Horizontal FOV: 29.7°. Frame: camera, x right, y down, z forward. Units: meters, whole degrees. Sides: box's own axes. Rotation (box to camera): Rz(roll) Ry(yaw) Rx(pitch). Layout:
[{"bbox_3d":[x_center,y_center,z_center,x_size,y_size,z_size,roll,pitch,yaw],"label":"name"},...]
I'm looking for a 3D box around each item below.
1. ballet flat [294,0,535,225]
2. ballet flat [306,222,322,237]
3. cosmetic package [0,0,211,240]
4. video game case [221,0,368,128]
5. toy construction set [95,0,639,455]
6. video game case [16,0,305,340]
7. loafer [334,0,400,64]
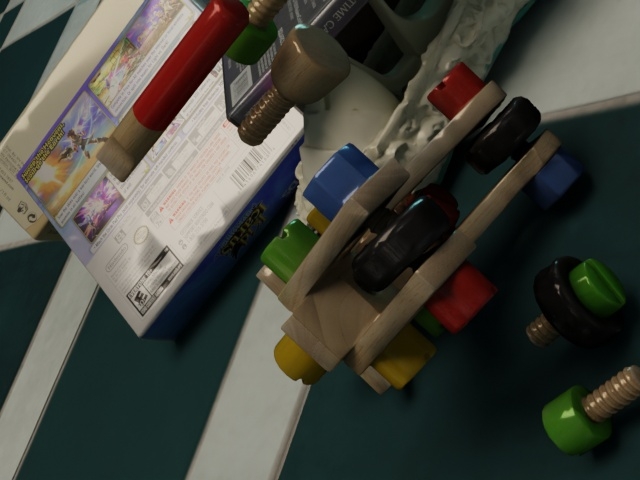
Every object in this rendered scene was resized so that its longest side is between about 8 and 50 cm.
[{"bbox_3d":[0.064,-0.151,0.956,0.409,0.147,0.147,-59,29,1],"label":"ballet flat"},{"bbox_3d":[0.000,0.000,0.907,0.114,0.041,0.041,-61,26,26],"label":"ballet flat"},{"bbox_3d":[-0.224,-0.148,1.350,0.113,0.160,0.309,45,106,16],"label":"cosmetic package"},{"bbox_3d":[0.019,-0.223,0.935,0.274,0.026,0.196,-45,24,17],"label":"video game case"},{"bbox_3d":[0.002,0.004,0.760,0.237,0.309,0.257,-45,23,33],"label":"toy construction set"},{"bbox_3d":[-0.148,-0.082,1.180,0.269,0.061,0.244,-50,62,15],"label":"video game case"},{"bbox_3d":[0.078,-0.283,1.054,0.366,0.134,0.130,-56,29,5],"label":"loafer"}]
